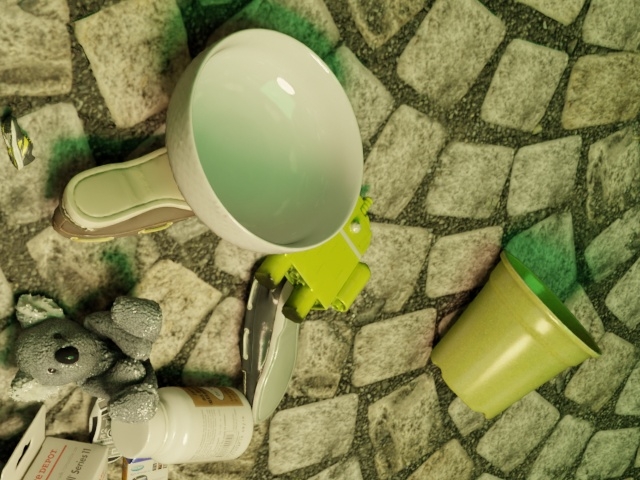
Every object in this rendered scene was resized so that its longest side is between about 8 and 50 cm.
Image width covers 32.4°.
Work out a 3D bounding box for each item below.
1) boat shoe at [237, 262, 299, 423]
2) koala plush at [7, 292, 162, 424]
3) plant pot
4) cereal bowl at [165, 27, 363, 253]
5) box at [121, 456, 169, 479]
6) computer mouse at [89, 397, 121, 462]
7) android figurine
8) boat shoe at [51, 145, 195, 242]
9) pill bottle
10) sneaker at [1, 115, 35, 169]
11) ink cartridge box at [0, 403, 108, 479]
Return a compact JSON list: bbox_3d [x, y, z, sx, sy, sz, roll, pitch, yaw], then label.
[{"bbox_3d":[-0.096,0.180,1.949,0.114,0.091,0.303,-20,130,-59],"label":"boat shoe"},{"bbox_3d":[-0.373,0.177,1.719,0.221,0.203,0.196,2,92,-18],"label":"koala plush"},{"bbox_3d":[0.366,0.205,2.173,0.254,0.276,0.276,-45,132,13],"label":"plant pot"},{"bbox_3d":[-0.100,-0.139,1.669,0.339,0.141,0.339,13,71,-40],"label":"cereal bowl"},{"bbox_3d":[-0.318,0.432,1.990,0.081,0.028,0.136,-6,117,-30],"label":"box"},{"bbox_3d":[-0.361,0.289,1.870,0.106,0.042,0.193,-2,112,-37],"label":"computer mouse"},{"bbox_3d":[0.000,0.000,1.859,0.273,0.056,0.248,-53,123,-30],"label":"android figurine"},{"bbox_3d":[-0.257,-0.069,1.689,0.324,0.117,0.096,-17,166,-39],"label":"boat shoe"},{"bbox_3d":[-0.237,0.315,1.880,0.229,0.131,0.131,8,112,-48],"label":"pill bottle"},{"bbox_3d":[-0.433,-0.143,1.579,0.035,0.031,0.083,-28,134,-34],"label":"sneaker"},{"bbox_3d":[-0.433,0.470,1.805,0.119,0.207,0.354,9,117,4],"label":"ink cartridge box"}]
